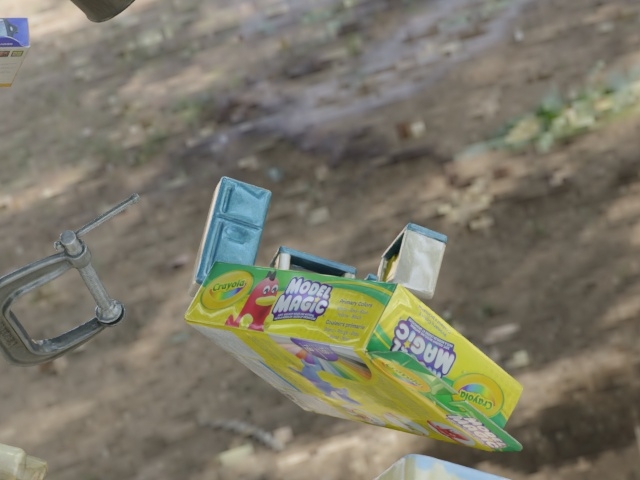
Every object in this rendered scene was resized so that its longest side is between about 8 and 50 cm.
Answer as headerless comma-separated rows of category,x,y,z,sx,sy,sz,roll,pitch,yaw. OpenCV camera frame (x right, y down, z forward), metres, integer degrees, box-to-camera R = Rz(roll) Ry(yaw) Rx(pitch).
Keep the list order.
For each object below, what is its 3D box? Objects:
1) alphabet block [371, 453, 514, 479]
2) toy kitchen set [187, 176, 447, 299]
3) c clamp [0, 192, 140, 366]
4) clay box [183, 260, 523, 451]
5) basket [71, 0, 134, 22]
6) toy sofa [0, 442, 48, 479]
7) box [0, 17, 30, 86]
alphabet block,0.110,0.329,1.650,0.192,0.197,0.193,16,-35,-20
toy kitchen set,0.000,0.000,1.795,0.207,0.122,0.166,17,-27,-10
c clamp,-0.181,0.040,1.346,0.137,0.160,0.022,-26,64,-11
clay box,0.027,0.072,1.176,0.222,0.127,0.053,5,62,51
basket,-0.238,-0.333,1.635,0.154,0.227,0.204,25,86,57
toy sofa,-0.311,0.299,1.255,0.150,0.362,0.177,14,-3,4
box,-0.276,-0.149,1.466,0.081,0.028,0.136,-3,-12,-18
